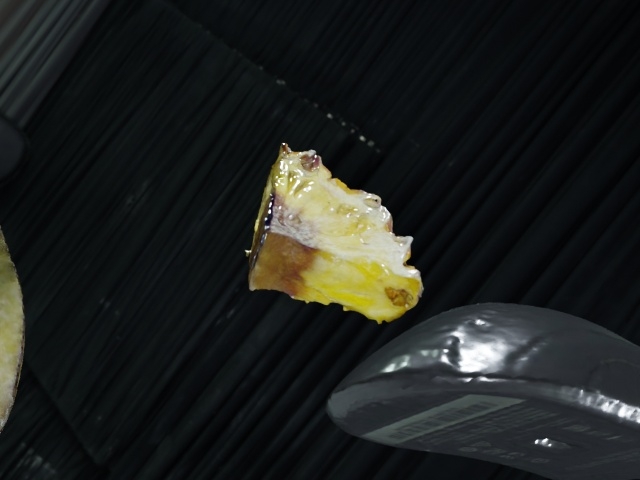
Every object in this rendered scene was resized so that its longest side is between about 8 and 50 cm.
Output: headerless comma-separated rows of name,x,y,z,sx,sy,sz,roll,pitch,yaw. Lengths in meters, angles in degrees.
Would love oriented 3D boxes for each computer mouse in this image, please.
computer mouse,0.132,0.085,0.443,0.264,0.088,0.147,23,-32,-25

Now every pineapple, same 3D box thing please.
pineapple,0.000,0.000,0.471,0.137,0.069,0.116,36,33,27

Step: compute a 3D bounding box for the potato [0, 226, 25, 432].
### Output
potato,-0.385,0.086,0.648,0.239,0.116,0.299,-5,68,-28
